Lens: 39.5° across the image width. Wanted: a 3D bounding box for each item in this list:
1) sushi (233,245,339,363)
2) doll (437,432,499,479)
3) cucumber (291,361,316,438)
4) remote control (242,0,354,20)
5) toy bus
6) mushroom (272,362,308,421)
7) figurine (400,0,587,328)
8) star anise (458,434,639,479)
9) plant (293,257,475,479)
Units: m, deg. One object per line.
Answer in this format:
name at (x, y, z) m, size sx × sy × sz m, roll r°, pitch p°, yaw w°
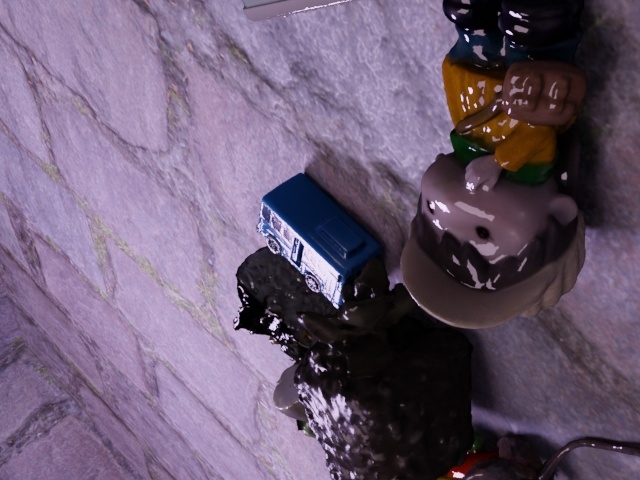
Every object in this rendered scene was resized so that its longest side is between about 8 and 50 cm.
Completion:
sushi at (-0.051, 0.117, 1.418) m, size 0.212 × 0.147 × 0.115 m, roll 41°, pitch 148°, yaw 12°
doll at (0.149, 0.374, 1.375) m, size 0.363 × 0.160 × 0.183 m, roll -3°, pitch 101°, yaw 57°
cucumber at (0.010, 0.281, 1.581) m, size 0.115 × 0.086 × 0.193 m, roll -9°, pitch 122°, yaw 10°
remote control at (0.028, -0.278, 0.906) m, size 0.277 × 0.103 × 0.056 m, roll 9°, pitch 132°, yaw 53°
toy bus at (0.000, 0.000, 1.271) m, size 0.184 × 0.090 × 0.106 m, roll 43°, pitch 148°, yaw 20°
mushroom at (0.017, 0.236, 1.379) m, size 0.116 × 0.225 × 0.093 m, roll -28°, pitch 60°, yaw 24°
figurine at (0.185, -0.077, 0.865) m, size 0.185 × 0.204 × 0.332 m, roll 29°, pitch 115°, yaw 41°
star anise at (0.297, 0.270, 1.126) m, size 0.227 × 0.148 × 0.218 m, roll -64°, pitch 27°, yaw 30°
plant at (0.080, 0.169, 1.205) m, size 0.213 × 0.215 × 0.312 m, roll 5°, pitch 119°, yaw 50°
